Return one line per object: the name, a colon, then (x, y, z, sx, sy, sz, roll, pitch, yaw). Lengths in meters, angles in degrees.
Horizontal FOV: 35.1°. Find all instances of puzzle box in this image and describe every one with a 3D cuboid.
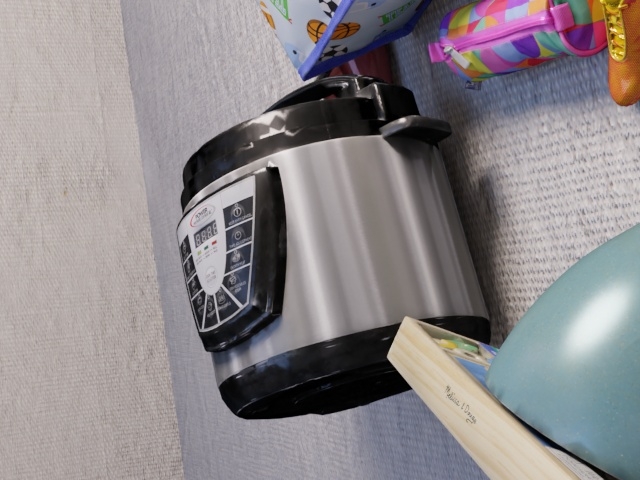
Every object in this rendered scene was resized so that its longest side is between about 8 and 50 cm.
puzzle box: (0.243, 0.190, 0.890, 0.052, 0.272, 0.409, -67, 18, 7)

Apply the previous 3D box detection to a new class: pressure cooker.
pressure cooker: (0.003, 0.001, 1.345, 0.375, 0.369, 0.421, 80, 178, -74)

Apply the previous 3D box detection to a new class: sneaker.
sneaker: (0.299, -0.218, 0.991, 0.064, 0.067, 0.175, 34, 128, 58)

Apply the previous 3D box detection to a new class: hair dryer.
hair dryer: (0.049, -0.271, 1.561, 0.293, 0.080, 0.224, -124, 19, -55)

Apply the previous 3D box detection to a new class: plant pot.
plant pot: (0.309, 0.089, 0.841, 0.290, 0.290, 0.195, 35, 105, 59)

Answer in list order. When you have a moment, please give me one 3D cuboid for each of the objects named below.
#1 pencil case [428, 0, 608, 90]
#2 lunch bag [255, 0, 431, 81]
pencil case: (0.222, -0.234, 1.121, 0.236, 0.104, 0.104, -3, 93, 65)
lunch bag: (0.032, -0.442, 1.245, 0.328, 0.239, 0.385, 57, 158, 8)
